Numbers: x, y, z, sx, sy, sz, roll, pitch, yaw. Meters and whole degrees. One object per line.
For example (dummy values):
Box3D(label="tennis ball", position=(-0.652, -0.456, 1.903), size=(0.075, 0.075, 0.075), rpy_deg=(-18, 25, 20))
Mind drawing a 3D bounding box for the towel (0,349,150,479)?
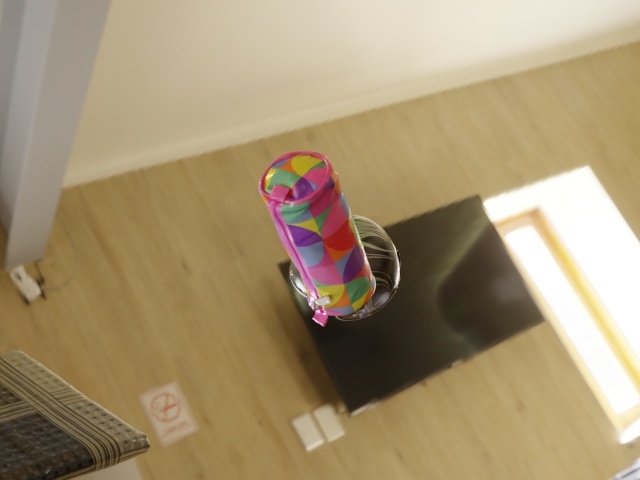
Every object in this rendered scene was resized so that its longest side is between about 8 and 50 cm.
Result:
Box3D(label="towel", position=(-0.446, 0.249, 1.210), size=(0.312, 0.324, 0.056), rpy_deg=(-9, -65, -49))

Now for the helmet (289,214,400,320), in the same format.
Box3D(label="helmet", position=(0.039, 0.037, 1.491), size=(0.169, 0.169, 0.161), rpy_deg=(-32, -42, 12))

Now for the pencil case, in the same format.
Box3D(label="pencil case", position=(0.000, 0.000, 1.148), size=(0.104, 0.104, 0.236), rpy_deg=(-27, -49, -6))
